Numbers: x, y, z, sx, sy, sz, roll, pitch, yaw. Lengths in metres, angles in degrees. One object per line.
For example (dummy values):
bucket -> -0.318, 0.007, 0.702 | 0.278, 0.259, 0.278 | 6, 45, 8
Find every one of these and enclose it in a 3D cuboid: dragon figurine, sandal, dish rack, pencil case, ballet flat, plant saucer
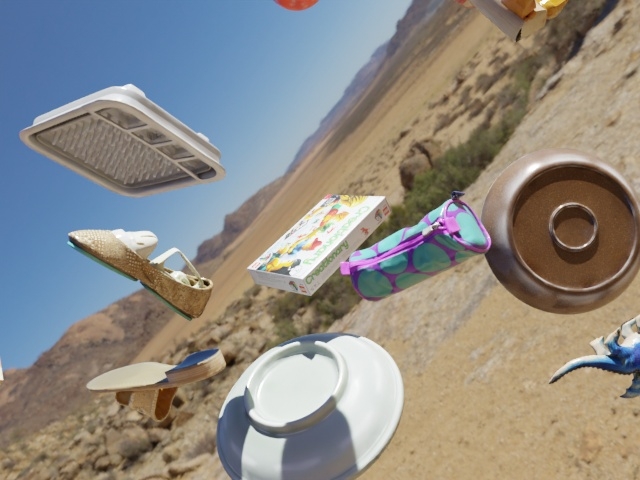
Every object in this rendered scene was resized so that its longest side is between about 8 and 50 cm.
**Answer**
dragon figurine -> 0.537, 0.212, 0.970 | 0.289, 0.144, 0.085 | -21, -21, -22
sandal -> -0.225, 0.214, 0.800 | 0.240, 0.079, 0.088 | -16, 6, 27
dish rack -> -0.372, -0.187, 1.110 | 0.333, 0.286, 0.072 | -8, 64, 35
pencil case -> 0.096, 0.012, 0.597 | 0.152, 0.070, 0.064 | -32, 54, 42
ballet flat -> -0.212, 0.028, 0.717 | 0.073, 0.206, 0.067 | 30, 80, 45
plant saucer -> -0.039, 0.310, 1.156 | 0.401, 0.100, 0.400 | -16, 33, 11
plant saucer -> 0.449, -0.021, 1.045 | 0.310, 0.311, 0.050 | -51, -3, -6

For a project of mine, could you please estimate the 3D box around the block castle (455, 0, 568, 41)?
block castle -> 0.263, -0.478, 0.624 | 0.303, 0.212, 0.453 | -35, -25, 2

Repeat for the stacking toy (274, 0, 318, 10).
stacking toy -> -0.071, -0.464, 0.876 | 0.141, 0.141, 0.330 | -47, 47, 28

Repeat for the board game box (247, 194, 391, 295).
board game box -> 0.000, 0.000, 1.330 | 0.193, 0.053, 0.305 | 7, 42, 46

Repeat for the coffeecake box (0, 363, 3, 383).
coffeecake box -> -0.743, 0.223, 1.175 | 0.068, 0.185, 0.142 | -45, -36, 19
